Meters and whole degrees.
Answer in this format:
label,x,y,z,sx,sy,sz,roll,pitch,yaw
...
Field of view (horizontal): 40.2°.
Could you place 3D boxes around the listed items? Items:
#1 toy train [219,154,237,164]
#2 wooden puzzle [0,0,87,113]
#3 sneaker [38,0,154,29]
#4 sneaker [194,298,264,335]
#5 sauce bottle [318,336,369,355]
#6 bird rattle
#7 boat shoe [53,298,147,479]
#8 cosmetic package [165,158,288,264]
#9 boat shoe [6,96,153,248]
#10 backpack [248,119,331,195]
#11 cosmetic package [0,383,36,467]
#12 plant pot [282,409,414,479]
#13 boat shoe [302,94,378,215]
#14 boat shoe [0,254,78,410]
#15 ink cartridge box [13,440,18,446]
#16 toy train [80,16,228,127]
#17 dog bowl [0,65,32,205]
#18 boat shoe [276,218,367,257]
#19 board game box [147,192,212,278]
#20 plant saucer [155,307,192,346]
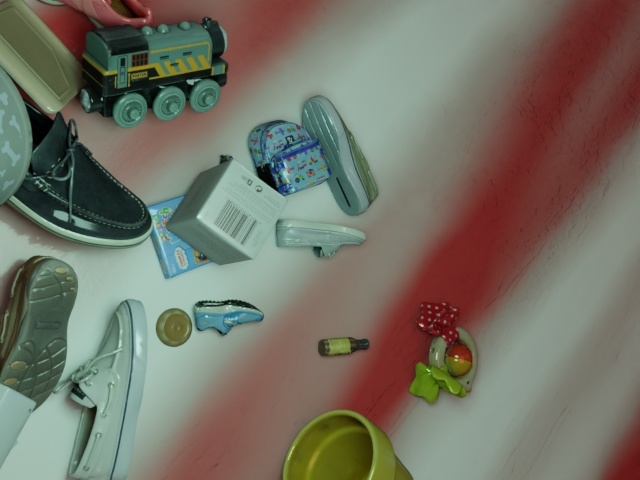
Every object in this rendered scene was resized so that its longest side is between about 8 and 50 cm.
label,x,y,z,sx,sy,sz,roll,pitch,yaw
toy train,-0.176,-0.128,1.964,0.036,0.027,0.158,-41,106,-31
wooden puzzle,-0.557,-0.355,1.678,0.044,0.239,0.221,-36,109,17
sneaker,-0.469,-0.514,1.759,0.314,0.136,0.116,29,71,-26
sneaker,-0.203,0.171,1.914,0.162,0.063,0.073,3,102,-27
sauce bottle,0.057,0.249,2.061,0.128,0.042,0.042,0,86,-29
bird rattle,0.316,0.284,2.196,0.207,0.143,0.253,25,60,-39
boat shoe,-0.442,0.292,1.718,0.156,0.136,0.367,9,91,-27
cosmetic package,-0.195,-0.054,1.808,0.151,0.183,0.151,38,68,-22
boat shoe,-0.522,-0.151,1.658,0.500,0.156,0.187,36,35,-22
backpack,-0.074,-0.194,1.981,0.158,0.117,0.173,-20,93,-32
cosmetic package,-0.660,0.326,1.508,0.224,0.138,0.224,21,71,10
plant pot,0.084,0.539,1.949,0.239,0.254,0.254,42,65,-38
boat shoe,0.047,-0.207,2.074,0.094,0.109,0.302,-39,115,-43
boat shoe,-0.551,0.180,1.664,0.123,0.116,0.324,15,97,-45
ink cartridge box,-0.623,0.348,1.630,0.115,0.063,0.029,59,27,-13
toy train,-0.332,-0.351,1.783,0.334,0.142,0.190,-18,135,-34
dog bowl,-0.681,-0.182,1.496,0.349,0.348,0.102,57,17,-14
boat shoe,0.000,0.000,2.036,0.227,0.079,0.081,7,89,-24
board game box,-0.264,-0.027,1.895,0.211,0.039,0.160,-21,96,-31
plant saucer,-0.309,0.185,1.863,0.083,0.015,0.083,3,84,-31
